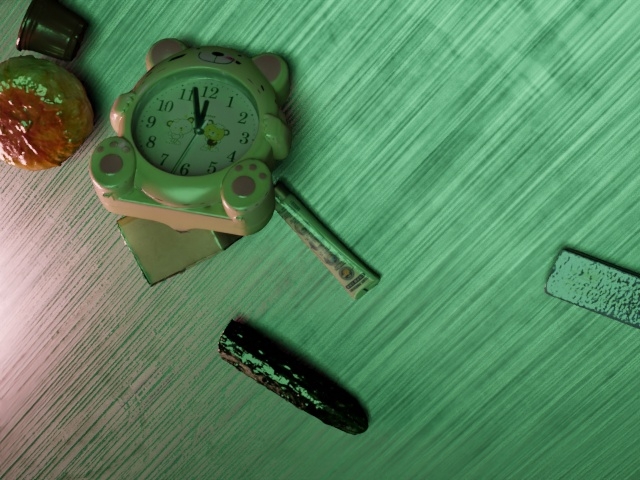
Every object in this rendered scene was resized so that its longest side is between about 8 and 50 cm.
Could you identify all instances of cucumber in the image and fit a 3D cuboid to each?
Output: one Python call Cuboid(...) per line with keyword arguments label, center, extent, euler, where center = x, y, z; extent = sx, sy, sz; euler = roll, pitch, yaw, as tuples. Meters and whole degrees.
Cuboid(label="cucumber", center=(-0.045, 0.243, 1.785), extent=(0.303, 0.081, 0.072), euler=(32, 80, 2))

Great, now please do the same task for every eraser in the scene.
Cuboid(label="eraser", center=(0.475, 0.084, 1.651), extent=(0.225, 0.036, 0.082), euler=(21, 107, 6))

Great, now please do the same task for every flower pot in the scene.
Cuboid(label="flower pot", center=(-0.435, -0.344, 1.697), extent=(0.089, 0.111, 0.111), euler=(23, 109, -9))

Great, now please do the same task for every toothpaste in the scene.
Cuboid(label="toothpaste", center=(0.000, 0.000, 1.727), extent=(0.239, 0.039, 0.062), euler=(46, 113, -5))

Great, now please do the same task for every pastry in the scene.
Cuboid(label="pastry", center=(-0.478, -0.208, 1.716), extent=(0.182, 0.093, 0.192), euler=(38, 122, -22))

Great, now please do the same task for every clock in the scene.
Cuboid(label="clock", center=(-0.186, -0.168, 1.601), extent=(0.284, 0.114, 0.309), euler=(9, 63, 7))

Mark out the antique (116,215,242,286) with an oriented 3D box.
Cuboid(label="antique", center=(-0.232, -0.027, 1.713), extent=(0.152, 0.146, 0.148), euler=(-25, 97, 16))
